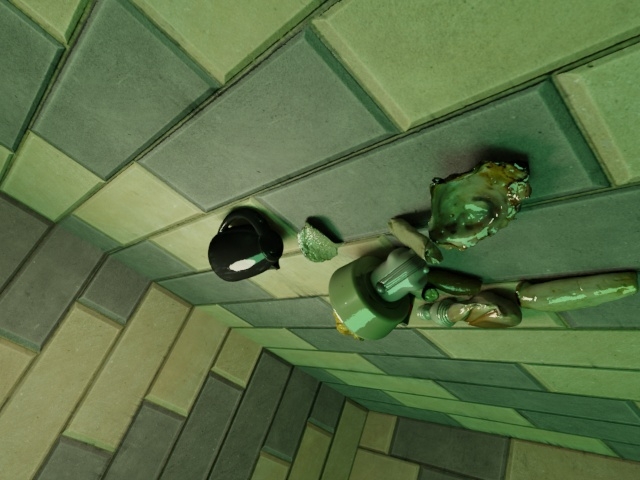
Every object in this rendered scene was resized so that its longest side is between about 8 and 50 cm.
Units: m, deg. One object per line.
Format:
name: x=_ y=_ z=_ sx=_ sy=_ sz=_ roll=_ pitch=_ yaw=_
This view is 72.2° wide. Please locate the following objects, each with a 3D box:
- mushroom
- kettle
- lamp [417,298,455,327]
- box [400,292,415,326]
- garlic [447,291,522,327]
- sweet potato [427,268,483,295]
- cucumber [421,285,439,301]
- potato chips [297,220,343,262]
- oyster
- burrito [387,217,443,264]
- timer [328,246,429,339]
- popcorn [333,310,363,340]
mushroom: x=0.731 y=0.153 z=1.272 sx=0.107 sy=0.087 sz=0.333 roll=40 pitch=146 yaw=-28
kettle: x=-0.278 y=0.012 z=1.669 sx=0.290 sy=0.207 sz=0.268 roll=-15 pitch=107 yaw=41
lamp: x=0.450 y=0.279 z=1.686 sx=0.106 sy=0.106 sz=0.193 roll=33 pitch=159 yaw=-19
box: x=0.249 y=0.223 z=1.694 sx=0.235 sy=0.132 sz=0.034 roll=28 pitch=150 yaw=-10
garlic: x=0.583 y=0.239 z=1.514 sx=0.217 sy=0.110 sz=0.228 roll=18 pitch=160 yaw=-15
sweet potato: x=0.418 y=0.141 z=1.487 sx=0.244 sy=0.077 sz=0.077 roll=11 pitch=150 yaw=19
cucumber: x=0.385 y=0.191 z=1.560 sx=0.058 sy=0.058 sz=0.187 roll=16 pitch=176 yaw=12
potato chips: x=-0.003 y=0.006 z=1.579 sx=0.167 sy=0.059 sz=0.228 roll=16 pitch=147 yaw=-1
oyster: x=0.388 y=-0.081 z=1.101 sx=0.221 sy=0.096 sz=0.361 roll=8 pitch=149 yaw=17
burrito: x=0.264 y=-0.003 z=1.239 sx=0.082 sy=0.059 sz=0.275 roll=32 pitch=-171 yaw=-19
timer: x=0.229 y=0.141 z=1.476 sx=0.291 sy=0.290 sz=0.315 roll=32 pitch=131 yaw=-18
popcorn: x=0.166 y=0.311 z=1.826 sx=0.190 sy=0.250 sz=0.250 roll=59 pitch=154 yaw=12
